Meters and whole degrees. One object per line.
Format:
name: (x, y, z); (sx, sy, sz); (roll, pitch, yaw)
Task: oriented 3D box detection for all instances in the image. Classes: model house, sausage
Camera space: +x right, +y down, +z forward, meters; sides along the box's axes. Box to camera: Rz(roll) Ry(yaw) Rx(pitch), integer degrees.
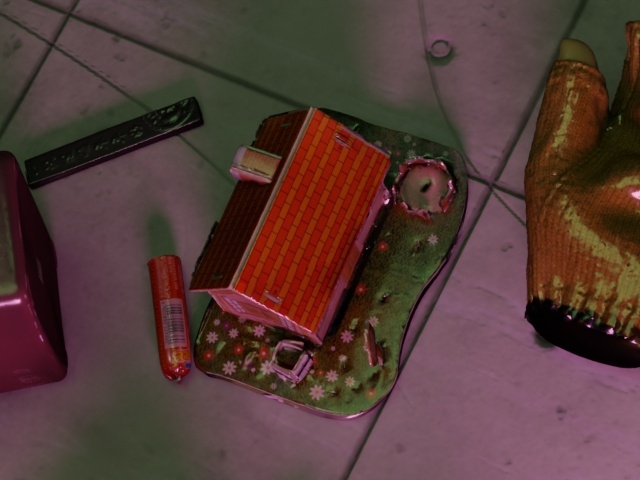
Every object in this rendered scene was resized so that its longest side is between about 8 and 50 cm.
model house: (0.000, -0.001, 1.786); (0.207, 0.154, 0.294); (18, 75, 20)
sausage: (-0.144, 0.079, 1.855); (0.034, 0.034, 0.129); (-13, 68, 9)

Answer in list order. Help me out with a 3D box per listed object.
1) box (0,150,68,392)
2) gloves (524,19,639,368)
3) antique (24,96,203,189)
box: (-0.340, 0.040, 1.787); (0.167, 0.294, 0.193); (-7, 69, -1)
gloves: (0.290, -0.063, 1.738); (0.203, 0.155, 0.356); (16, 90, 25)
antique: (-0.212, -0.100, 1.946); (0.192, 0.015, 0.031); (-20, 67, 5)
